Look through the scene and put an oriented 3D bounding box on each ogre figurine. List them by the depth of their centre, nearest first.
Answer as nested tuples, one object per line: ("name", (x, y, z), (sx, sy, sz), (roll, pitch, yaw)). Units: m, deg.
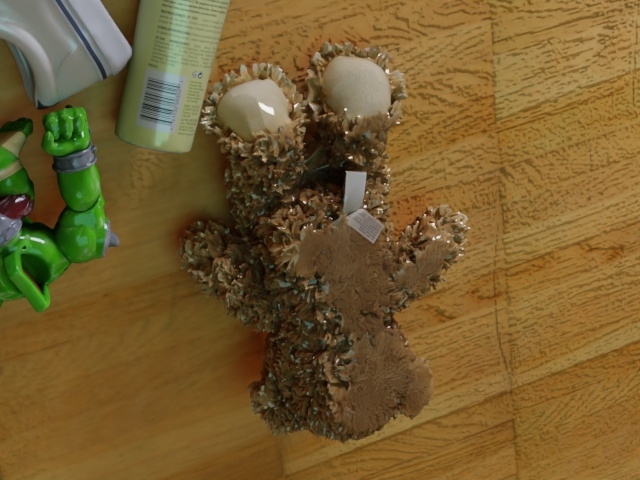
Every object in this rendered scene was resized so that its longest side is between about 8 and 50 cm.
("ogre figurine", (-0.241, -0.008, 1.037), (0.197, 0.097, 0.118), (-37, 117, -15))

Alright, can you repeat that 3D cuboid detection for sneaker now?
("sneaker", (-0.227, -0.193, 0.951), (0.091, 0.094, 0.258), (-40, 126, -9))

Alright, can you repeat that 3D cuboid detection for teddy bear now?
("teddy bear", (0.000, 0.000, 1.170), (0.245, 0.113, 0.338), (-34, 117, -16))

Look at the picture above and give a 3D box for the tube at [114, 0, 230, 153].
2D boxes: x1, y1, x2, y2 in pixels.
("tube", (-0.100, -0.187, 1.047), (0.062, 0.070, 0.240), (18, 105, 13))
